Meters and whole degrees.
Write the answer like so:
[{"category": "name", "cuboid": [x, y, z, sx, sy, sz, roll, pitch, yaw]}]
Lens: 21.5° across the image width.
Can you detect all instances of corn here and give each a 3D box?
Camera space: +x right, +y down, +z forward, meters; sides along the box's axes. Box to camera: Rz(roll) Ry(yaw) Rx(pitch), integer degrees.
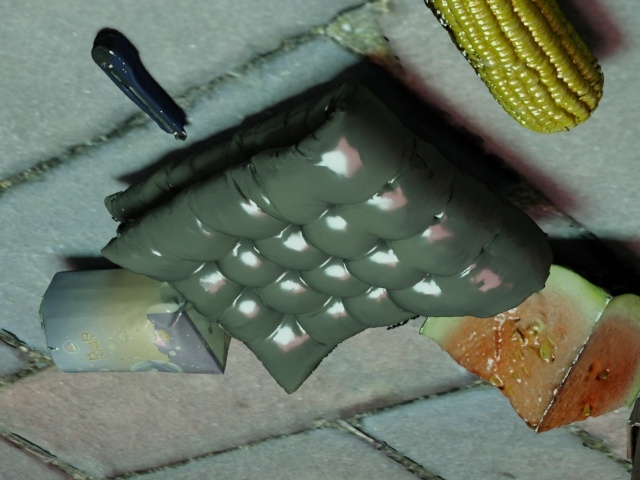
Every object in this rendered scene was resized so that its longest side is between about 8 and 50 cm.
[{"category": "corn", "cuboid": [0.113, -0.143, 1.066, 0.072, 0.072, 0.203, -9, 140, 35]}]

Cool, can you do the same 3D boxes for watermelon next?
[{"category": "watermelon", "cuboid": [0.178, 0.072, 1.373, 0.145, 0.137, 0.193, 40, 163, 33]}]

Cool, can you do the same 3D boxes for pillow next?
[{"category": "pillow", "cuboid": [0.000, 0.000, 1.325, 0.228, 0.101, 0.326, 35, 143, -27]}]

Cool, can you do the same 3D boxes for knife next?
[{"category": "knife", "cuboid": [-0.134, -0.115, 1.276, 0.031, 0.018, 0.121, -4, 146, 33]}]

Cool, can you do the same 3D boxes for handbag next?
[{"category": "handbag", "cuboid": [-0.177, 0.078, 1.539, 0.173, 0.095, 0.117, -1, 142, 21]}]

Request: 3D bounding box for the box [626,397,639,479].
[{"category": "box", "cuboid": [0.388, 0.240, 1.547, 0.215, 0.086, 0.215, 7, 148, 15]}]
